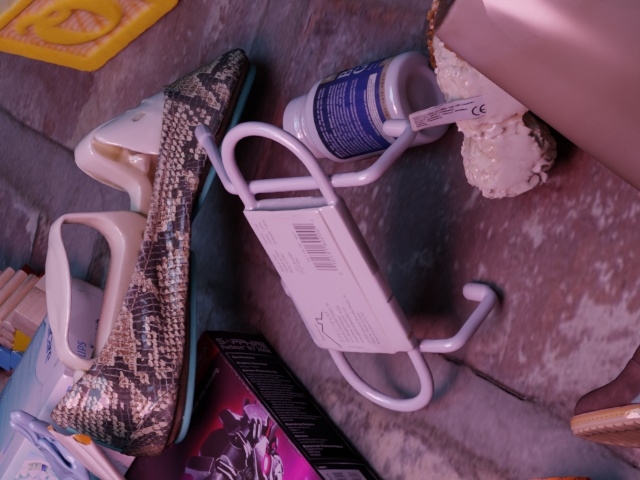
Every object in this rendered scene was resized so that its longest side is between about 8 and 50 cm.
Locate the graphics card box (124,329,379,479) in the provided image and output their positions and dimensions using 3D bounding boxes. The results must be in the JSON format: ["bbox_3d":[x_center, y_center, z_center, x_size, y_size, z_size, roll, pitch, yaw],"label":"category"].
[{"bbox_3d":[-0.055,0.292,1.709,0.371,0.094,0.233,48,116,38],"label":"graphics card box"}]

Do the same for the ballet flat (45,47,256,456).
[{"bbox_3d":[-0.192,-0.014,1.748,0.164,0.182,0.483,134,149,-63],"label":"ballet flat"}]

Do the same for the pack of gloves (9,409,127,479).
[{"bbox_3d":[-0.212,0.249,1.695,0.195,0.232,0.046,12,54,50],"label":"pack of gloves"}]

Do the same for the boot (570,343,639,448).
[{"bbox_3d":[0.315,0.060,1.400,0.248,0.090,0.207,-23,55,42],"label":"boot"}]

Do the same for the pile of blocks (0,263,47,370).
[{"bbox_3d":[-0.408,0.090,2.113,0.362,0.149,0.112,7,45,37],"label":"pile of blocks"}]

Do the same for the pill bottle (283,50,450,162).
[{"bbox_3d":[0.044,-0.131,1.678,0.169,0.094,0.094,-12,75,43],"label":"pill bottle"}]

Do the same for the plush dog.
[{"bbox_3d":[0.167,-0.205,1.522,0.262,0.210,0.225,-49,28,27],"label":"plush dog"}]

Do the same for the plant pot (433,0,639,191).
[{"bbox_3d":[0.250,-0.191,1.251,0.323,0.280,0.323,-157,90,-86],"label":"plant pot"}]

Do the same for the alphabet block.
[{"bbox_3d":[-0.313,-0.348,2.012,0.193,0.192,0.197,-33,62,39],"label":"alphabet block"}]

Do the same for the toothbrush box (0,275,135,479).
[{"bbox_3d":[-0.303,0.224,1.892,0.295,0.126,0.216,-59,20,21],"label":"toothbrush box"}]

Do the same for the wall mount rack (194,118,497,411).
[{"bbox_3d":[0.000,0.000,1.608,0.304,0.350,0.130,0,38,42],"label":"wall mount rack"}]

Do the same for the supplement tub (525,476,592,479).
[{"bbox_3d":[0.202,0.305,1.428,0.117,0.117,0.190,-18,72,42],"label":"supplement tub"}]
